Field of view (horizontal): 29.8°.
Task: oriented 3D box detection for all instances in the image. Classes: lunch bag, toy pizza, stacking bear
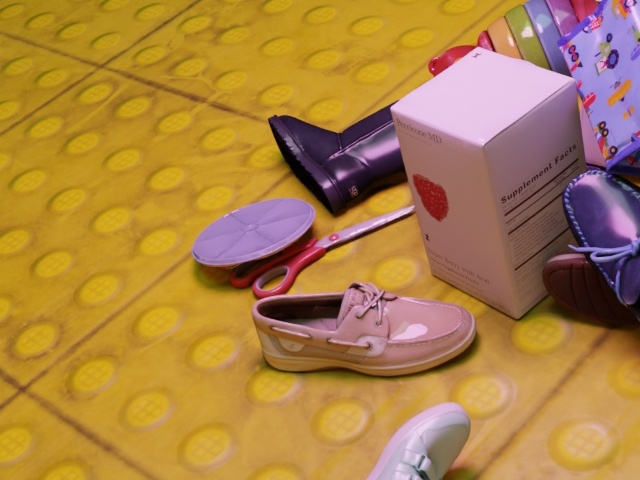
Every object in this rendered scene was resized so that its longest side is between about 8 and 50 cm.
[{"bbox_3d":[0.483,-0.187,1.552,0.293,0.138,0.221,10,51,-30],"label":"lunch bag"},{"bbox_3d":[-0.101,-0.006,1.857,0.201,0.032,0.201,-16,24,7],"label":"toy pizza"},{"bbox_3d":[0.325,-0.306,1.991,0.289,0.175,0.164,-22,1,11],"label":"stacking bear"}]

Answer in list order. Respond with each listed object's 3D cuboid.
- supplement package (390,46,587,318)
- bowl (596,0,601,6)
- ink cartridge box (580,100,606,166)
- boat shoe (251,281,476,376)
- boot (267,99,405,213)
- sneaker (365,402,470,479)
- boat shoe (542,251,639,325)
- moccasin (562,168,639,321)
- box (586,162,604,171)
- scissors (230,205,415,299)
[{"bbox_3d":[0.238,-0.078,1.616,0.175,0.293,0.177,-36,40,-23],"label":"supplement package"},{"bbox_3d":[0.521,-0.436,2.135,0.170,0.080,0.170,-11,37,9],"label":"bowl"},{"bbox_3d":[0.543,-0.228,1.803,0.226,0.131,0.306,16,46,25],"label":"ink cartridge box"},{"bbox_3d":[0.055,0.111,1.609,0.302,0.098,0.109,-3,39,18],"label":"boat shoe"},{"bbox_3d":[0.051,-0.165,1.963,0.207,0.094,0.246,-30,45,-10],"label":"boot"},{"bbox_3d":[0.117,0.303,1.343,0.256,0.094,0.151,-46,39,-18],"label":"sneaker"},{"bbox_3d":[0.421,0.056,1.553,0.257,0.095,0.095,13,35,24],"label":"boat shoe"},{"bbox_3d":[0.413,0.038,1.423,0.138,0.117,0.342,-46,65,12],"label":"moccasin"},{"bbox_3d":[0.355,-0.123,1.846,0.162,0.029,0.116,-1,41,23],"label":"box"},{"bbox_3d":[0.000,0.000,1.836,0.297,0.021,0.109,-32,37,-16],"label":"scissors"}]
